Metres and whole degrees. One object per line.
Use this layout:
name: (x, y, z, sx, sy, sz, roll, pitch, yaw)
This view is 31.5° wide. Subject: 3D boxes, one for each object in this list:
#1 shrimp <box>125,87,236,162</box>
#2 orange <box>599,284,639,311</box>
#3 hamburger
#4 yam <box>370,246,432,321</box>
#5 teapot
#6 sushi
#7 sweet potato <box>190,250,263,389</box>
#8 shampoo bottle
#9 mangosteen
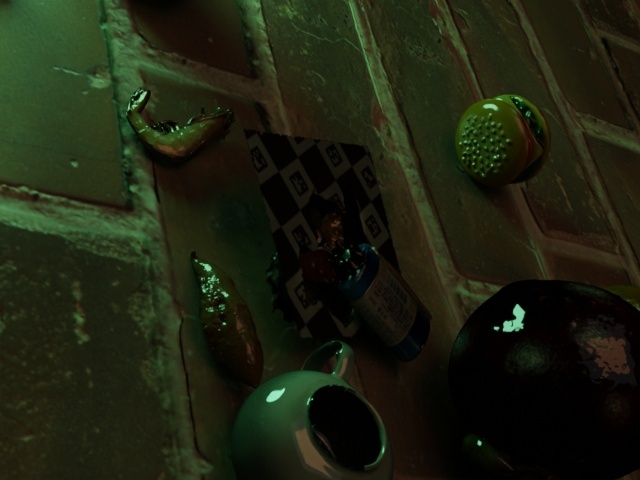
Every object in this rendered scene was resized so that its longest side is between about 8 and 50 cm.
shrimp: (-0.193, -0.166, 1.532, 0.124, 0.034, 0.178, 41, 42, 5)
orange: (0.447, 0.178, 1.643, 0.171, 0.240, 0.240, -32, 80, -35)
hamburger: (0.300, -0.165, 1.886, 0.115, 0.162, 0.162, -13, 65, -42)
yam: (0.105, 0.065, 1.549, 0.145, 0.032, 0.032, 49, 33, -28)
teapot: (-0.002, 0.232, 1.262, 0.193, 0.129, 0.294, 29, 41, -22)
sushi: (0.000, 0.000, 1.518, 0.294, 0.059, 0.292, 5, 67, -54)
sweet potato: (-0.116, 0.089, 1.349, 0.068, 0.060, 0.206, 1, 47, -32)
shampoo bottle: (0.074, 0.072, 1.479, 0.183, 0.050, 0.087, 50, 40, -26)
mangosteen: (0.295, 0.192, 1.454, 0.293, 0.297, 0.297, -31, 77, -20)
